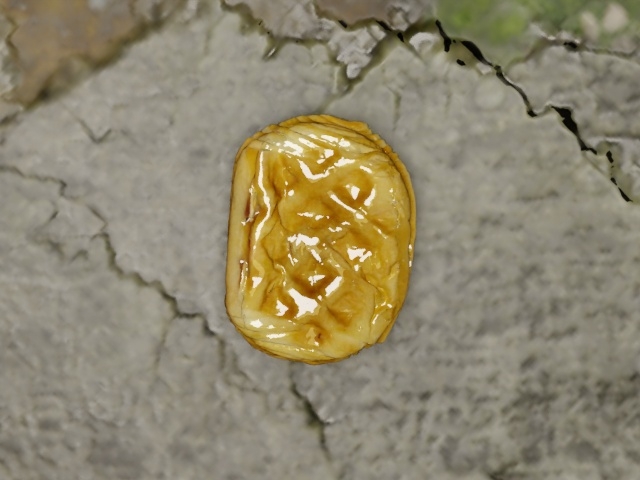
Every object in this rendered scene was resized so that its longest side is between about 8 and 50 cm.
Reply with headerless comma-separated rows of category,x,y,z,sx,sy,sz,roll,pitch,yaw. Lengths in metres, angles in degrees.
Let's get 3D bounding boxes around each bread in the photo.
bread,0.000,0.000,0.756,0.083,0.044,0.110,3,96,-7
